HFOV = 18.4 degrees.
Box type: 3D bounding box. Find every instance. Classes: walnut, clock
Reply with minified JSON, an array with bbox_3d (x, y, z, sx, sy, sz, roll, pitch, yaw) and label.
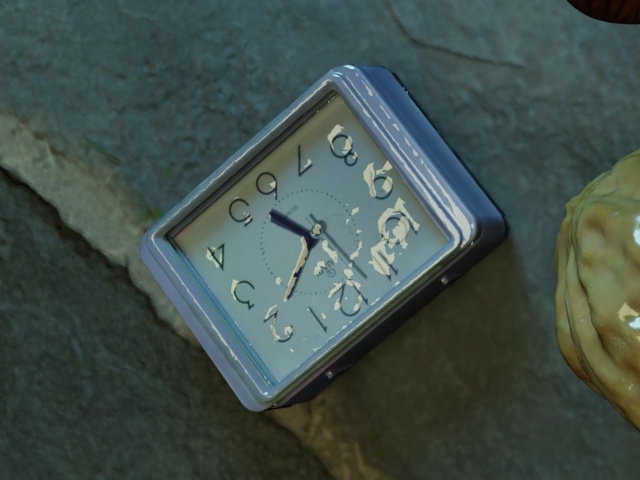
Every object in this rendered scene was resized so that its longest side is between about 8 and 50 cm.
[{"bbox_3d":[0.240,0.041,1.083,0.245,0.198,0.198,38,104,11],"label":"walnut"},{"bbox_3d":[0.001,0.001,1.239,0.193,0.073,0.144,-41,77,17],"label":"clock"}]

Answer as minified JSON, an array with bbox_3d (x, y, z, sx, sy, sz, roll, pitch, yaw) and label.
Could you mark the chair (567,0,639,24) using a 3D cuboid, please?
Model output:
[{"bbox_3d":[0.250,-0.068,0.900,0.226,0.226,0.401,-32,70,19],"label":"chair"}]
